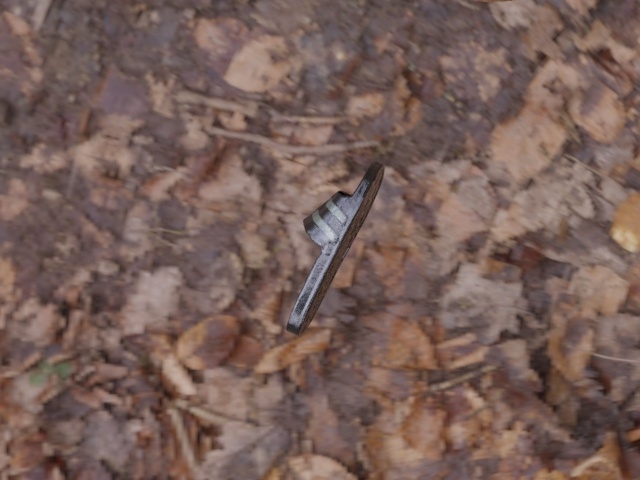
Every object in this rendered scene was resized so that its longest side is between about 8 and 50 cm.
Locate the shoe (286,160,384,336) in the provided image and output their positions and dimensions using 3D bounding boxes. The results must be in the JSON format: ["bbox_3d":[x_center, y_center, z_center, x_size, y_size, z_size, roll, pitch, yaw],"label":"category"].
[{"bbox_3d":[0.000,0.000,1.367,0.049,0.071,0.179,28,95,8],"label":"shoe"}]
